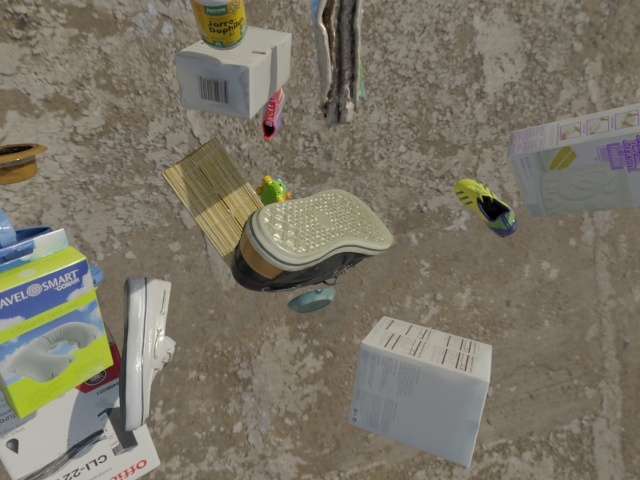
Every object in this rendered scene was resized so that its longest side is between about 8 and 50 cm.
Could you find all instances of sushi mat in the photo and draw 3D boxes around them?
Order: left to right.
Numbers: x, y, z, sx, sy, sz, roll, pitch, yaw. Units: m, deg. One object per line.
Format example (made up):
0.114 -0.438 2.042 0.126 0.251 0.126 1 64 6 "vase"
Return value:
-0.211 -0.065 0.988 0.152 0.019 0.316 -35 106 -9 "sushi mat"

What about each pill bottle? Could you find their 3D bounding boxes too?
-0.229 -0.535 0.940 0.118 0.208 0.117 1 74 -4 "pill bottle"

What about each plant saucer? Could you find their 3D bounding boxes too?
-0.018 0.146 1.003 0.120 0.119 0.021 -13 67 -9 "plant saucer"

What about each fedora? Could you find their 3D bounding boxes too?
-0.789 -0.191 1.081 0.195 0.194 0.079 -8 116 -10 "fedora"

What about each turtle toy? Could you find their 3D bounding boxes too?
-0.132 -0.123 1.200 0.066 0.130 0.095 -22 75 -40 "turtle toy"

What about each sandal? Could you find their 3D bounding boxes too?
-0.594 0.031 0.893 0.126 0.317 0.138 21 84 31 "sandal"

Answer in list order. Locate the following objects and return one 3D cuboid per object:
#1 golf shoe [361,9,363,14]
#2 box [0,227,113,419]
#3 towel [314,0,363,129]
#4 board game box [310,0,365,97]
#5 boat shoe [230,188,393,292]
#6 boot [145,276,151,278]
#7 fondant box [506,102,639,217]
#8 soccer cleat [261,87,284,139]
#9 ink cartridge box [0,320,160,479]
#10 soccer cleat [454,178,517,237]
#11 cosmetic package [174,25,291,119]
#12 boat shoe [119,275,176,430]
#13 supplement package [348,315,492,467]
0.077 -0.583 1.153 0.094 0.077 0.198 -15 122 3 "golf shoe"
-0.295 0.088 0.454 0.109 0.043 0.178 -31 134 -45 "box"
0.021 -0.272 0.480 0.049 0.187 0.281 2 103 0 "towel"
0.041 -0.362 0.837 0.039 0.211 0.159 -3 106 20 "board game box"
0.000 0.000 0.933 0.156 0.500 0.186 -46 73 30 "boat shoe"
-0.569 0.158 1.402 0.069 0.190 0.085 -32 109 -34 "boot"
0.640 -0.175 0.993 0.238 0.331 0.096 46 52 -37 "fondant box"
-0.186 -0.491 1.617 0.083 0.248 0.095 13 60 -2 "soccer cleat"
-0.417 0.308 0.723 0.197 0.114 0.272 -22 115 -31 "ink cartridge box"
0.506 -0.127 1.328 0.094 0.289 0.121 -36 130 10 "soccer cleat"
-0.239 -0.515 1.272 0.218 0.384 0.156 12 131 5 "cosmetic package"
-0.257 0.163 0.644 0.076 0.083 0.226 5 72 -31 "boat shoe"
0.228 0.323 0.964 0.263 0.198 0.199 12 103 21 "supplement package"
